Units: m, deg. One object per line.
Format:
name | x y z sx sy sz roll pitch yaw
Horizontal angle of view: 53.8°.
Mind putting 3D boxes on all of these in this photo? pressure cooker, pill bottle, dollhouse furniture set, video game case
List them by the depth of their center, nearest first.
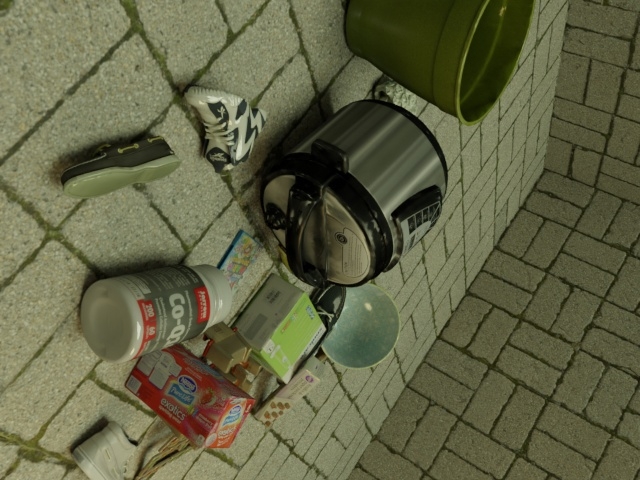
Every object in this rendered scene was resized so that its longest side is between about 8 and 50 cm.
pill bottle | -0.318 0.134 1.272 0.283 0.161 0.161 -13 126 -57
pressure cooker | 0.061 -0.091 1.524 0.420 0.375 0.370 -44 108 -32
video game case | -0.212 0.065 1.562 0.166 0.015 0.119 -58 154 -8
dollhouse furniture set | -0.280 0.331 1.608 0.262 0.135 0.259 -23 145 -52

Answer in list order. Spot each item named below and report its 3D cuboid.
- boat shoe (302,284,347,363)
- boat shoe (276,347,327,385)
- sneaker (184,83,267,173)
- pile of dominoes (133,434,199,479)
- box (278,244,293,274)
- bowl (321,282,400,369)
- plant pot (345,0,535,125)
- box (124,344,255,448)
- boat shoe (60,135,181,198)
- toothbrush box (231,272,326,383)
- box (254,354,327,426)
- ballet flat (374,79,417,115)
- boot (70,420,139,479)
boat shoe | -0.004 0.260 1.989 0.303 0.114 0.091 -63 -175 -2
boat shoe | -0.049 0.422 2.096 0.285 0.102 0.092 -32 136 -55
sneaker | -0.198 -0.209 1.240 0.235 0.094 0.153 3 103 -72
pile of dominoes | -0.350 0.544 1.665 0.196 0.040 0.251 -52 161 28
box | 0.000 0.000 1.750 0.232 0.058 0.087 -30 143 -14
bowl | 0.113 0.278 2.142 0.290 0.289 0.156 -60 -168 -4
plant pot | 0.264 -0.508 1.500 0.366 0.352 0.367 -41 147 -35
box | -0.290 0.340 1.407 0.128 0.256 0.122 -61 152 -3
boat shoe | -0.348 -0.130 1.082 0.081 0.069 0.227 -37 171 40
toothbrush box | -0.114 0.257 1.799 0.206 0.122 0.283 -53 151 -17
box | -0.096 0.466 1.936 0.324 0.063 0.067 -49 -175 38
ballet flat | 0.199 -0.257 1.810 0.147 0.146 0.409 -18 108 -55
boot | -0.461 0.513 1.442 0.123 0.095 0.258 -40 145 -26
